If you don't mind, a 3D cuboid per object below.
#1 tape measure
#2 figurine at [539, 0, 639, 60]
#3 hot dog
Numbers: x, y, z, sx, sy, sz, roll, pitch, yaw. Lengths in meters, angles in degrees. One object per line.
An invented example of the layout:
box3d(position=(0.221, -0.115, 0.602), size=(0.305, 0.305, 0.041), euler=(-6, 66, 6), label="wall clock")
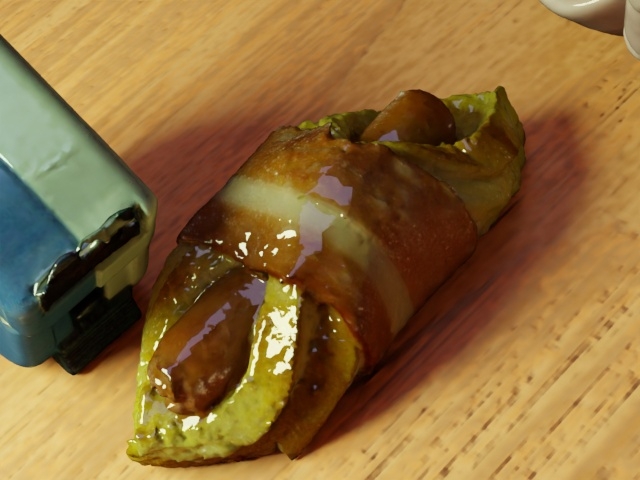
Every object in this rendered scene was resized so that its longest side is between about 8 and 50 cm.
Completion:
box3d(position=(-0.226, -0.083, 0.611), size=(0.098, 0.215, 0.351), euler=(-40, 82, -19), label="tape measure")
box3d(position=(0.189, -0.142, 0.571), size=(0.176, 0.186, 0.287), euler=(-35, 52, 19), label="figurine")
box3d(position=(0.001, -0.003, 0.572), size=(0.123, 0.093, 0.261), euler=(18, 56, 39), label="hot dog")
